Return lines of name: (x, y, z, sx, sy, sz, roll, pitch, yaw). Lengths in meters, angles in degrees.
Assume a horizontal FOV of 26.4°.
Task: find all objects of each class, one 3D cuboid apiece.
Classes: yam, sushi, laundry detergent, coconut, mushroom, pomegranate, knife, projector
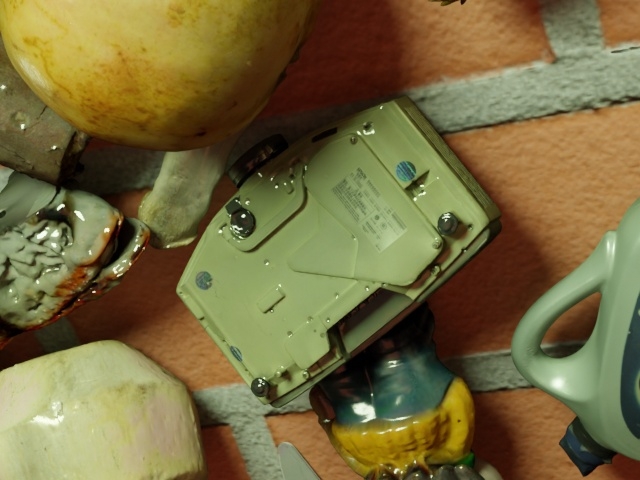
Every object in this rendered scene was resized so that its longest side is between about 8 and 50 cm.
yam: (-0.317, -0.146, 1.160, 0.280, 0.131, 0.131, 25, 124, -8)
sushi: (-0.306, 0.024, 1.272, 0.332, 0.124, 0.130, -28, 122, 26)
laundry detergent: (0.286, 0.102, 1.210, 0.215, 0.105, 0.280, 30, 125, -9)
coconut: (-0.219, 0.218, 1.333, 0.237, 0.237, 0.197, 32, 155, -9)
mushroom: (-0.105, -0.079, 1.211, 0.059, 0.054, 0.202, 23, 119, -10)
pomegranate: (-0.137, -0.199, 1.028, 0.270, 0.229, 0.252, 28, 124, 0)
knife: (0.021, 0.308, 1.451, 0.058, 0.032, 0.244, -30, 108, 36)
projector: (0.000, 0.000, 1.174, 0.269, 0.088, 0.193, -41, 83, 22)

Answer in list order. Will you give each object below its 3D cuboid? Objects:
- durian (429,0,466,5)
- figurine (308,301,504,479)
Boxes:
durian: (0.133, -0.282, 0.969, 0.144, 0.139, 0.252, 37, 123, -7)
figurine: (0.092, 0.237, 1.278, 0.185, 0.204, 0.332, -16, 118, 24)
